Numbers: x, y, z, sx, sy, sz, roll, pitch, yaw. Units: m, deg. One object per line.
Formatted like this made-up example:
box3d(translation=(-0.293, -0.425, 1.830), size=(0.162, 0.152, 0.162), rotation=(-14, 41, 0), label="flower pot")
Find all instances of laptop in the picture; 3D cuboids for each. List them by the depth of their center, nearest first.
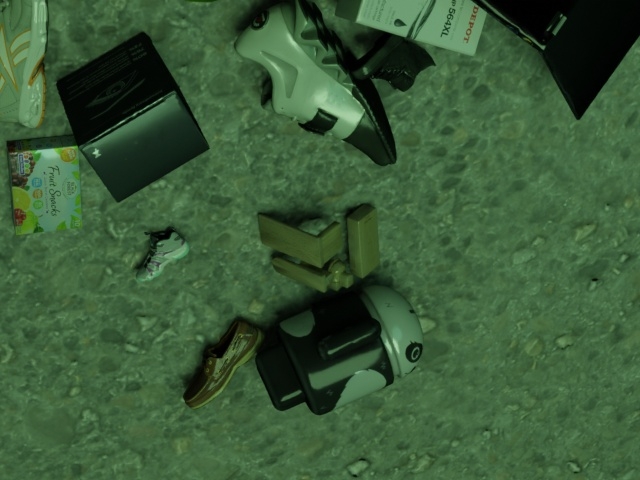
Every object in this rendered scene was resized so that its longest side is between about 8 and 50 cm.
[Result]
box3d(translation=(0.358, -0.450, 1.967), size=(0.408, 0.236, 0.382), rotation=(35, 88, -6), label="laptop")

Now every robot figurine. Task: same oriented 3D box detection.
box3d(translation=(0.035, 0.186, 2.241), size=(0.278, 0.209, 0.174), rotation=(-23, 116, -7), label="robot figurine")

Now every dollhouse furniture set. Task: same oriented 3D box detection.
box3d(translation=(0.000, 0.000, 2.198), size=(0.151, 0.123, 0.144), rotation=(-39, 137, -38), label="dollhouse furniture set")

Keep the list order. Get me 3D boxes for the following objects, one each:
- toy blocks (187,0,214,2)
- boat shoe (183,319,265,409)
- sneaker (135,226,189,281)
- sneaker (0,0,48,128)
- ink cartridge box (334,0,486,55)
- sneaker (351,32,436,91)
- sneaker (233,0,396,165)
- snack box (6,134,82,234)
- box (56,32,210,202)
box3d(translation=(-0.094, -0.452, 1.729), size=(0.381, 0.190, 0.261), rotation=(-8, 91, -46), label="toy blocks")
box3d(translation=(-0.171, 0.203, 2.253), size=(0.178, 0.064, 0.060), rotation=(-47, 120, 6), label="boat shoe")
box3d(translation=(-0.260, 0.015, 2.108), size=(0.098, 0.038, 0.069), rotation=(-38, 126, -4), label="sneaker")
box3d(translation=(-0.429, -0.269, 1.819), size=(0.121, 0.099, 0.262), rotation=(0, 121, -15), label="sneaker")
box3d(translation=(0.142, -0.364, 1.948), size=(0.203, 0.086, 0.148), rotation=(11, 101, -26), label="ink cartridge box")
box3d(translation=(0.110, -0.256, 2.004), size=(0.051, 0.170, 0.089), rotation=(-22, 110, 37), label="sneaker")
box3d(translation=(-0.006, -0.218, 2.007), size=(0.146, 0.122, 0.330), rotation=(-28, 126, 17), label="sneaker")
box3d(translation=(-0.405, -0.081, 1.987), size=(0.100, 0.037, 0.141), rotation=(-8, 125, -17), label="snack box")
box3d(translation=(-0.262, -0.173, 1.871), size=(0.153, 0.207, 0.108), rotation=(-30, 127, 1), label="box")
